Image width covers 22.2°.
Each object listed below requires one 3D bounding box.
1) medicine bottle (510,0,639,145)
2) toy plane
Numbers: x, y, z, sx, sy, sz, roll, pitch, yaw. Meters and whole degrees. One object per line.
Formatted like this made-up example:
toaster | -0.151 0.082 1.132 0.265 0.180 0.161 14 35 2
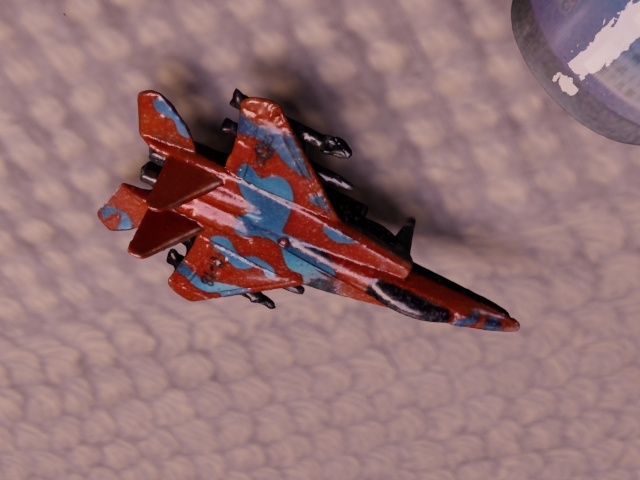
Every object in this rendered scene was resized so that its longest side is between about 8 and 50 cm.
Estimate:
medicine bottle | 0.156 -0.119 0.549 0.083 0.083 0.203 33 131 -18
toy plane | 0.000 -0.003 0.711 0.189 0.061 0.130 17 134 -10
